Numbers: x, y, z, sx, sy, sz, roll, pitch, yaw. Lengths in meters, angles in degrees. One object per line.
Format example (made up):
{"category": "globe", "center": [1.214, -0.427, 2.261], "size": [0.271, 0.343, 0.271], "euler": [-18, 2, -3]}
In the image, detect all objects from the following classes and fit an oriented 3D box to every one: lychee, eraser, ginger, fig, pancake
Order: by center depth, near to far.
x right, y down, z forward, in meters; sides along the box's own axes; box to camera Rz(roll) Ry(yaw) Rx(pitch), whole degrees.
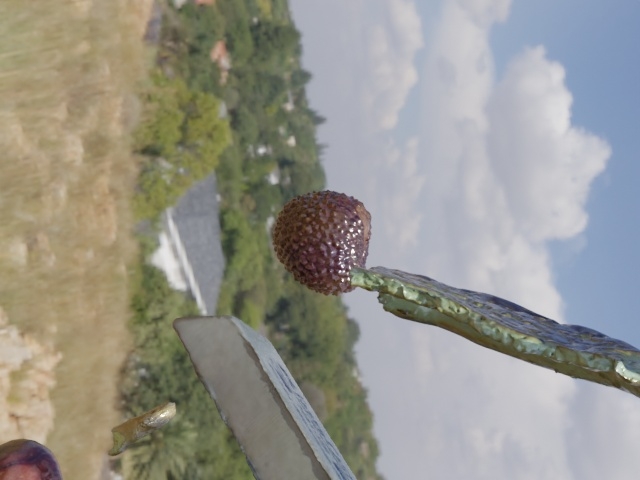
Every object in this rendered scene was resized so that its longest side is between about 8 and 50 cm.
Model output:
{"category": "pancake", "center": [0.217, 0.107, 1.055], "size": [0.305, 0.426, 0.067], "euler": [14, 95, -62]}
{"category": "eraser", "center": [-0.048, 0.214, 1.119], "size": [0.352, 0.077, 0.111], "euler": [54, 6, 31]}
{"category": "ginger", "center": [-0.306, 0.315, 1.648], "size": [0.057, 0.137, 0.044], "euler": [48, 13, -45]}
{"category": "fig", "center": [-0.555, 0.457, 1.653], "size": [0.186, 0.249, 0.204], "euler": [-9, -85, 58]}
{"category": "lychee", "center": [0.000, 0.000, 1.756], "size": [0.188, 0.188, 0.188], "euler": [-11, 90, -89]}
